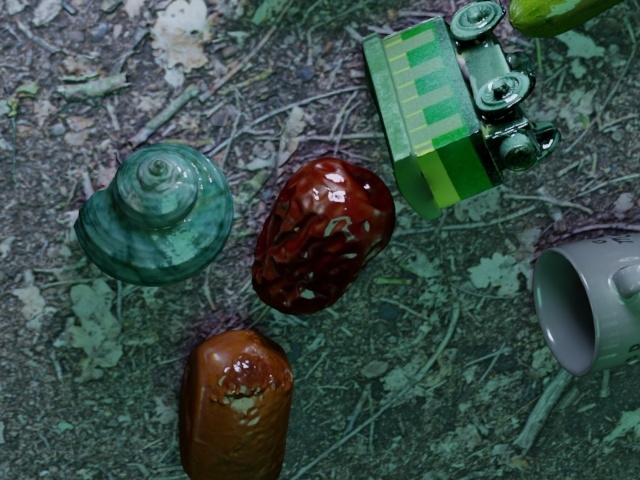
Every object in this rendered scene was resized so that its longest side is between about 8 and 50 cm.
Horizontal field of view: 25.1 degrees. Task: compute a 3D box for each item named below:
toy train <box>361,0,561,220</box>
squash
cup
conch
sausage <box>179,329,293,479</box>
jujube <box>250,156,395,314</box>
[{"bbox_3d":[0.165,-0.165,1.725,0.202,0.301,0.120,-22,129,9],"label":"toy train"},{"bbox_3d":[0.400,-0.363,1.782,0.379,0.101,0.101,-32,127,6],"label":"squash"},{"bbox_3d":[0.455,0.067,2.020,0.234,0.186,0.258,-14,168,-15],"label":"cup"},{"bbox_3d":[-0.204,-0.034,1.791,0.196,0.134,0.202,-7,126,-15],"label":"conch"},{"bbox_3d":[-0.119,0.246,2.002,0.141,0.153,0.268,-3,125,-16],"label":"sausage"},{"bbox_3d":[0.000,0.000,1.877,0.155,0.155,0.230,13,125,-25],"label":"jujube"}]
